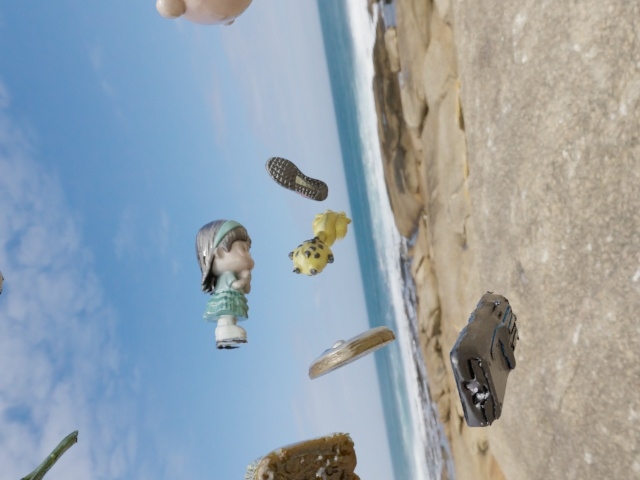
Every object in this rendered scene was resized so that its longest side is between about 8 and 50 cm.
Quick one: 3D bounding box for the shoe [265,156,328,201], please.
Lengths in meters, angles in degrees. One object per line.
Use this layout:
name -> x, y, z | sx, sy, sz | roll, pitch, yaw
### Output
shoe -> -0.072, -0.166, 1.486 | 0.074, 0.194, 0.077 | -64, 13, -7

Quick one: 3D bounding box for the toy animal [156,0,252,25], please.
toy animal -> -0.170, -0.484, 0.858 | 0.210, 0.221, 0.230 | -28, -83, -63

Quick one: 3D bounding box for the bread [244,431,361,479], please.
bread -> -0.022, 0.464, 0.960 | 0.110, 0.209, 0.192 | 118, 141, -62

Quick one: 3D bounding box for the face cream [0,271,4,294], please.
face cream -> -0.942, 0.106, 1.359 | 0.153, 0.177, 0.177 | 68, -167, -60

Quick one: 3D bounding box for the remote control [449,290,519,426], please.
remote control -> 0.306, 0.193, 0.942 | 0.399, 0.062, 0.145 | -22, -83, -64

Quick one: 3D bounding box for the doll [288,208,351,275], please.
doll -> 0.000, 0.001, 1.378 | 0.291, 0.117, 0.086 | -61, -22, -55

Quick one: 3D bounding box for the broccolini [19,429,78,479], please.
broccolini -> -0.417, 0.367, 0.762 | 0.201, 0.074, 0.058 | -44, -75, -40

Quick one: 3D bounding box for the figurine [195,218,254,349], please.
figurine -> -0.178, 0.079, 0.999 | 0.138, 0.110, 0.246 | 113, 153, -70

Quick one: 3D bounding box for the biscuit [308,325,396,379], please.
biscuit -> 0.061, 0.248, 1.180 | 0.181, 0.208, 0.049 | 9, -127, -62
